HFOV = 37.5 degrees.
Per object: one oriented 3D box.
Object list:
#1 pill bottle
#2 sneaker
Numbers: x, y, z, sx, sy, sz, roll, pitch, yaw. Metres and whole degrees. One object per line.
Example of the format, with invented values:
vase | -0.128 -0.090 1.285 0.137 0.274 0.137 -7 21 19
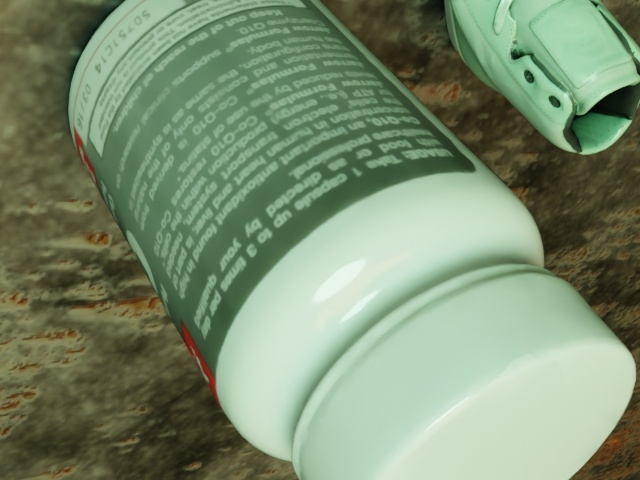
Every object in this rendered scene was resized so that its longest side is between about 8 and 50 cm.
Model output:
pill bottle | 0.000 0.000 0.450 0.161 0.283 0.161 -21 140 -19
sneaker | 0.115 -0.152 0.492 0.094 0.151 0.256 -35 142 0
